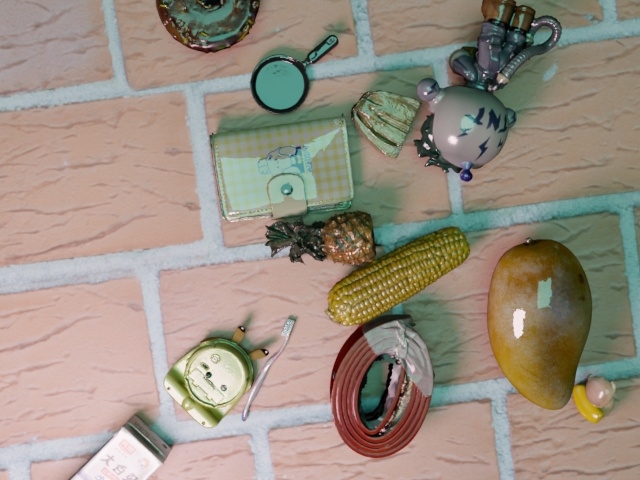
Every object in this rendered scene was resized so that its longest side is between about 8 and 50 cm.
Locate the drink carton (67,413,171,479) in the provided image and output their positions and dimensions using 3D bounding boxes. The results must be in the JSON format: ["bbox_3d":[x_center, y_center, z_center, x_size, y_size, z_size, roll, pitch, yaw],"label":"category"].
[{"bbox_3d":[-0.501,0.561,1.419,0.130,0.106,0.315,44,90,-4],"label":"drink carton"}]

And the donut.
[{"bbox_3d":[-0.241,-0.527,1.377,0.230,0.096,0.216,-39,95,1],"label":"donut"}]

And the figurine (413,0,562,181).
[{"bbox_3d":[0.335,-0.323,1.347,0.261,0.186,0.381,15,98,-10],"label":"figurine"}]

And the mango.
[{"bbox_3d":[0.484,0.181,1.363,0.222,0.199,0.383,-8,94,-2],"label":"mango"}]

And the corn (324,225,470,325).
[{"bbox_3d":[0.172,0.080,1.399,0.363,0.120,0.120,-31,92,-2],"label":"corn"}]

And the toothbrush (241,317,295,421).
[{"bbox_3d":[-0.125,0.304,1.451,0.027,0.021,0.269,27,92,11],"label":"toothbrush"}]

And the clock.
[{"bbox_3d":[-0.232,0.302,1.425,0.232,0.069,0.170,-45,92,1],"label":"clock"}]

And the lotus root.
[{"bbox_3d":[0.142,-0.279,1.405,0.144,0.070,0.143,30,98,-6],"label":"lotus root"}]

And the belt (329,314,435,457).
[{"bbox_3d":[0.137,0.321,1.408,0.228,0.115,0.323,13,92,-2],"label":"belt"}]

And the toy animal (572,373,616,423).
[{"bbox_3d":[0.646,0.362,1.440,0.082,0.091,0.114,6,107,-28],"label":"toy animal"}]

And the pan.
[{"bbox_3d":[-0.053,-0.388,1.417,0.235,0.028,0.136,-38,93,4],"label":"pan"}]

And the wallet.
[{"bbox_3d":[-0.085,-0.162,1.410,0.310,0.077,0.223,-7,89,-1],"label":"wallet"}]

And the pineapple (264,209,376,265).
[{"bbox_3d":[0.000,-0.001,1.395,0.248,0.128,0.128,-3,93,5],"label":"pineapple"}]
